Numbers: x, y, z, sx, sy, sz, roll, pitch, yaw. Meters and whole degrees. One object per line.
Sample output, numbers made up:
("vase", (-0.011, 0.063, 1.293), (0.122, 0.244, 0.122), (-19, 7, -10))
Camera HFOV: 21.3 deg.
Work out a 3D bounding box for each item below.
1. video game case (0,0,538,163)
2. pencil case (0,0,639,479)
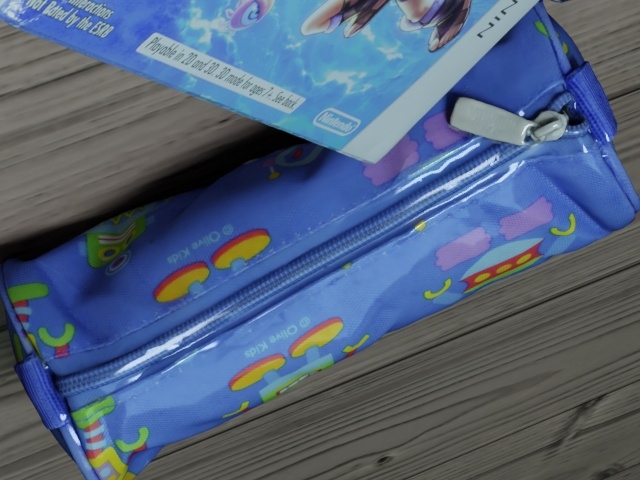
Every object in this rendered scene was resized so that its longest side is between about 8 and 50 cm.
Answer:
("video game case", (0.038, -0.142, 0.513), (0.244, 0.061, 0.269), (-46, 161, 12))
("pencil case", (0.000, 0.000, 0.773), (0.306, 0.119, 0.133), (-28, 179, 1))
